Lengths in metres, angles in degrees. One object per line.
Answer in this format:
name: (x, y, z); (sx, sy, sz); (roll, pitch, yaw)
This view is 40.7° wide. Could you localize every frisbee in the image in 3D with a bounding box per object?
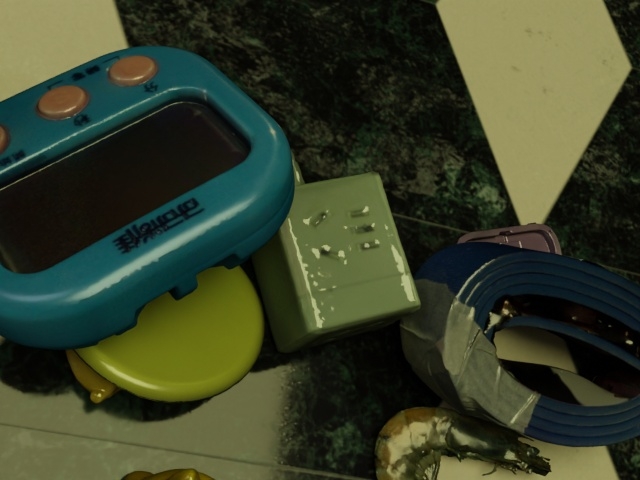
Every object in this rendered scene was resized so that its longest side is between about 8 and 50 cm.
frisbee: (-0.165, 0.066, 0.921); (0.236, 0.017, 0.236); (18, 45, -19)

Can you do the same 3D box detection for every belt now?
belt: (0.264, 0.123, 1.017); (0.347, 0.117, 0.212); (19, 90, -23)

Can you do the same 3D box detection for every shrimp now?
shrimp: (0.165, 0.277, 1.009); (0.217, 0.051, 0.150); (12, 72, -8)

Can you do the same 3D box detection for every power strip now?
power strip: (0.000, 0.000, 0.985); (0.140, 0.139, 0.224); (-11, 77, -22)

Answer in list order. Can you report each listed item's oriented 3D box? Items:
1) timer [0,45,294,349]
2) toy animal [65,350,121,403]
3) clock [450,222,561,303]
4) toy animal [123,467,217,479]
timer: (-0.214, -0.053, 0.872); (0.340, 0.115, 0.309); (-31, 53, -20)
toy animal: (-0.257, 0.090, 0.905); (0.159, 0.070, 0.083); (45, 53, 6)
clock: (0.236, 0.040, 1.106); (0.153, 0.050, 0.110); (-7, 75, -21)
toy animal: (-0.164, 0.329, 0.819); (0.156, 0.156, 0.229); (20, 65, -13)
